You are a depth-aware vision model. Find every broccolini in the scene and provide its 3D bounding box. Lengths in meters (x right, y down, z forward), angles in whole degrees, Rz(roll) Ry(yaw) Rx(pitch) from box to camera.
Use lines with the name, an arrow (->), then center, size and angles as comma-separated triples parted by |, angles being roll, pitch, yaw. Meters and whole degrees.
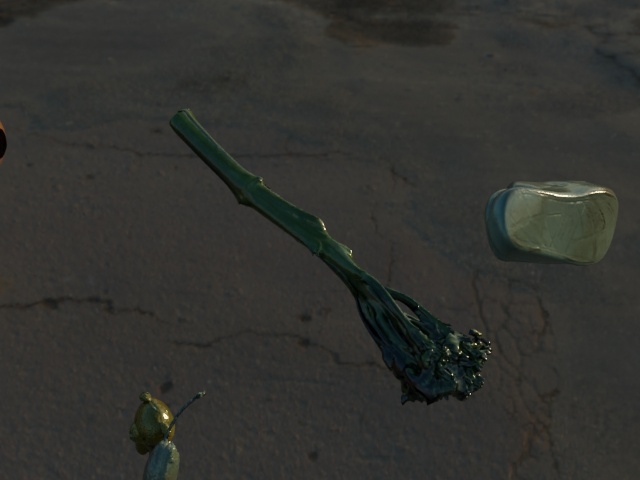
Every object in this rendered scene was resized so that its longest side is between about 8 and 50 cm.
broccolini -> 0.001, -0.001, 0.417 | 0.044, 0.042, 0.218 | -34, 72, -31

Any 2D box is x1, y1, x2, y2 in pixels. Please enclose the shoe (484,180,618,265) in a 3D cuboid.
shoe -> 0.267, -0.025, 0.981 | 0.251, 0.103, 0.100 | 0, 6, -42

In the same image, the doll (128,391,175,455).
doll -> -0.371, 0.427, 1.746 | 0.097, 0.209, 0.137 | -24, 55, -36

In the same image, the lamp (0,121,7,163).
lamp -> -0.587, -0.163, 1.325 | 0.136, 0.136, 0.136 | -2, 37, 1

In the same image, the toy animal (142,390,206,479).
toy animal -> -0.306, 0.421, 1.639 | 0.070, 0.253, 0.079 | 20, -7, -6
